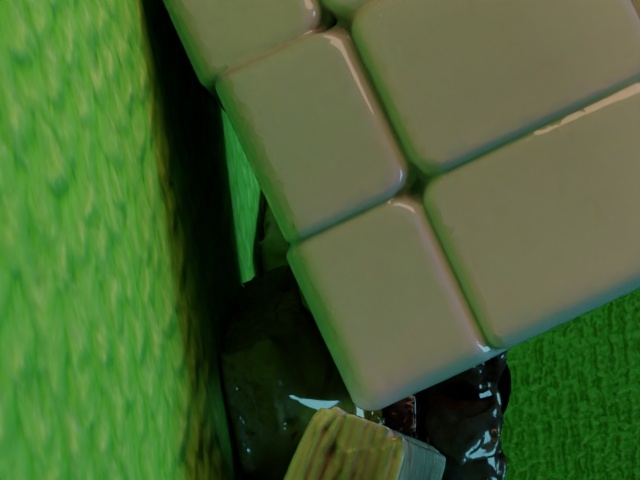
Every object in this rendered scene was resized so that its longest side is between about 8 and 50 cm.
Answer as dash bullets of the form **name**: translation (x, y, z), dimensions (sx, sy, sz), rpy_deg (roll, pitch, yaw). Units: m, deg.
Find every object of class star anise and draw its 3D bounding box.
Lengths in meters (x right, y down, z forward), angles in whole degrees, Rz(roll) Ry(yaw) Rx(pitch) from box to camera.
- **star anise**: translation (0.184, 0.189, 1.658), dimensions (0.315, 0.108, 0.315), rpy_deg (5, 90, -88)

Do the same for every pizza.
- **pizza**: translation (-0.013, 0.129, 0.945), dimensions (0.188, 0.080, 0.204), rpy_deg (-67, 150, -80)

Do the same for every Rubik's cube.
- **Rubik's cube**: translation (0.105, -0.095, 0.879), dimensions (0.322, 0.318, 0.316), rpy_deg (43, 22, -86)

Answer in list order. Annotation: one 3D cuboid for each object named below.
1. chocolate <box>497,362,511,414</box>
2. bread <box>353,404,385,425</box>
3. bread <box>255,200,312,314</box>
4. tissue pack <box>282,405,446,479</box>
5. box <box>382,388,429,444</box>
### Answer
- **chocolate**: translation (0.163, 0.213, 2.214), dimensions (0.186, 0.283, 0.284), rpy_deg (-148, -133, -71)
- **bread**: translation (0.025, 0.208, 1.363), dimensions (0.114, 0.077, 0.189), rpy_deg (-12, 95, -66)
- **bread**: translation (0.000, 0.000, 1.221), dimensions (0.245, 0.102, 0.094), rpy_deg (-90, 170, -68)
- **tissue pack**: translation (0.016, 0.196, 0.827), dimensions (0.325, 0.071, 0.170), rpy_deg (48, 63, -77)
- **box**: translation (0.081, 0.186, 1.744), dimensions (0.415, 0.115, 0.264), rpy_deg (73, 18, -65)
